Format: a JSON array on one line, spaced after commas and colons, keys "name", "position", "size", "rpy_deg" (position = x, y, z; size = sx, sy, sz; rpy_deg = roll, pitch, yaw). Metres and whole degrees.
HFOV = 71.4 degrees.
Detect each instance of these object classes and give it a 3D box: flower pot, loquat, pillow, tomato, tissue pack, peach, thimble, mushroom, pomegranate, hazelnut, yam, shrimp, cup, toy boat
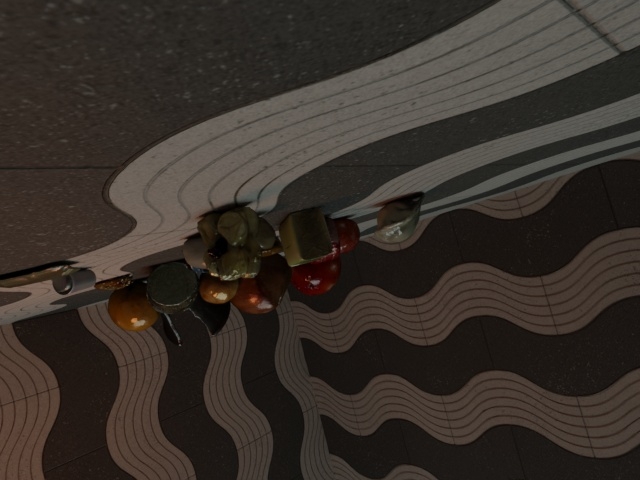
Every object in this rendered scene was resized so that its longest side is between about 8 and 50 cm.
[{"name": "flower pot", "position": [-0.684, 0.319, 2.288], "size": [0.379, 0.379, 0.251], "rpy_deg": [-15, 141, 7]}, {"name": "loquat", "position": [-0.950, 0.338, 2.295], "size": [0.263, 0.263, 0.263], "rpy_deg": [-15, 176, -1]}, {"name": "pillow", "position": [-0.791, 0.100, 1.229], "size": [0.218, 0.033, 0.130], "rpy_deg": [-14, 173, -7]}, {"name": "tomato", "position": [0.077, -0.016, 1.943], "size": [0.187, 0.151, 0.187], "rpy_deg": [-10, 178, 0]}, {"name": "tissue pack", "position": [-0.057, -0.006, 1.520], "size": [0.125, 0.159, 0.234], "rpy_deg": [-13, 176, -15]}, {"name": "peach", "position": [-0.047, 0.175, 2.723], "size": [0.370, 0.370, 0.370], "rpy_deg": [-15, 176, -1]}, {"name": "thimble", "position": [0.001, 0.001, 1.757], "size": [0.125, 0.163, 0.189], "rpy_deg": [-15, 161, -9]}, {"name": "mushroom", "position": [-0.273, 0.001, 1.341], "size": [0.329, 0.122, 0.159], "rpy_deg": [-17, -148, 33]}, {"name": "pomegranate", "position": [-0.497, 0.207, 2.162], "size": [0.207, 0.207, 0.207], "rpy_deg": [-15, 176, -1]}, {"name": "hazelnut", "position": [-0.328, 0.208, 2.352], "size": [0.372, 0.315, 0.372], "rpy_deg": [-19, -153, 10]}, {"name": "yam", "position": [-0.661, 0.211, 1.986], "size": [0.241, 0.241, 0.348], "rpy_deg": [-13, 173, -20]}, {"name": "shrimp", "position": [-0.897, 0.189, 1.940], "size": [0.217, 0.051, 0.115], "rpy_deg": [-14, 174, 29]}, {"name": "cup", "position": [-0.789, 0.125, 1.409], "size": [0.104, 0.074, 0.116], "rpy_deg": [9, -174, 12]}, {"name": "toy boat", "position": [-0.431, 0.077, 1.706], "size": [0.097, 0.100, 0.223], "rpy_deg": [-6, 180, 14]}]

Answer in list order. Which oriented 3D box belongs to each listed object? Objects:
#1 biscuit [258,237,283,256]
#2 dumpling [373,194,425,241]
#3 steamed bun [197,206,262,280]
[{"name": "biscuit", "position": [-0.280, 0.041, 1.998], "size": [0.221, 0.066, 0.220], "rpy_deg": [-14, 175, -1]}, {"name": "dumpling", "position": [0.334, -0.108, 1.802], "size": [0.175, 0.243, 0.227], "rpy_deg": [26, 141, -14]}, {"name": "steamed bun", "position": [-0.236, 0.006, 1.095], "size": [0.106, 0.177, 0.192], "rpy_deg": [1, 179, -43]}]
